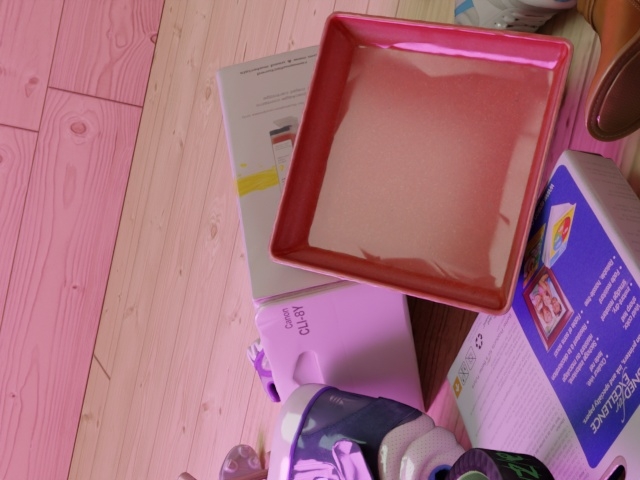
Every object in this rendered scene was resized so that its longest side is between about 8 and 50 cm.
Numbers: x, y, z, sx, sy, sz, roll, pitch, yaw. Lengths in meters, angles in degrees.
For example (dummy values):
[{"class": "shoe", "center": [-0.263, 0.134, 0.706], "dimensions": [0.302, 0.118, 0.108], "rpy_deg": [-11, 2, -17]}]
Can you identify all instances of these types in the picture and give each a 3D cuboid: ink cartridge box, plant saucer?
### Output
[{"class": "ink cartridge box", "center": [0.225, 0.132, 0.987], "dimensions": [0.307, 0.072, 0.303], "rpy_deg": [-109, 32, -46]}, {"class": "ink cartridge box", "center": [0.000, 0.000, 1.344], "dimensions": [0.279, 0.161, 0.384], "rpy_deg": [76, -178, -48]}, {"class": "plant saucer", "center": [0.096, -0.077, 1.090], "dimensions": [0.259, 0.048, 0.259], "rpy_deg": [13, 87, 28]}]

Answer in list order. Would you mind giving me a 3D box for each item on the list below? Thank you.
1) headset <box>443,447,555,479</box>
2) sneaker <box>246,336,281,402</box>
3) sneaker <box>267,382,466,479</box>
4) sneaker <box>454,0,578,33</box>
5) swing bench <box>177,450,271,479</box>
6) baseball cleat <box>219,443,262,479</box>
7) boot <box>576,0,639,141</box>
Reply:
[{"class": "headset", "center": [0.141, 0.365, 0.932], "dimensions": [0.243, 0.185, 0.394], "rpy_deg": [-109, 32, -71]}, {"class": "sneaker", "center": [-0.031, 0.153, 1.603], "dimensions": [0.236, 0.095, 0.104], "rpy_deg": [120, 144, -50]}, {"class": "sneaker", "center": [0.060, 0.319, 1.181], "dimensions": [0.236, 0.130, 0.322], "rpy_deg": [16, 111, 33]}, {"class": "sneaker", "center": [0.209, -0.247, 1.205], "dimensions": [0.229, 0.088, 0.092], "rpy_deg": [-142, 57, -73]}, {"class": "swing bench", "center": [-0.090, 0.461, 1.484], "dimensions": [0.255, 0.165, 0.253], "rpy_deg": [44, 124, 35]}, {"class": "baseball cleat", "center": [-0.130, 0.420, 1.740], "dimensions": [0.109, 0.072, 0.205], "rpy_deg": [120, 155, -53]}, {"class": "boot", "center": [0.271, -0.194, 1.038], "dimensions": [0.197, 0.073, 0.152], "rpy_deg": [-62, 27, 11]}]
